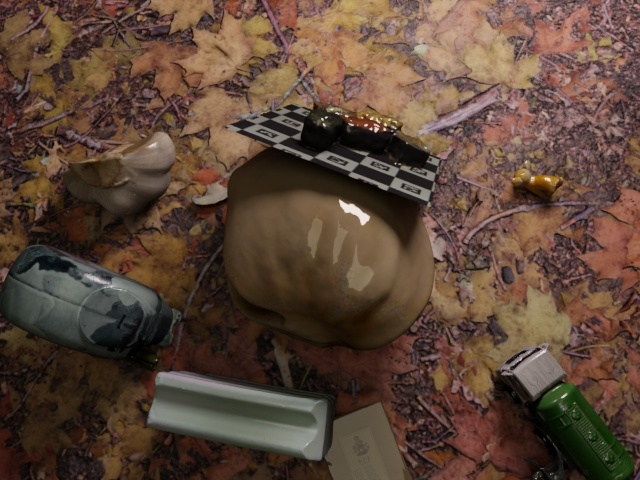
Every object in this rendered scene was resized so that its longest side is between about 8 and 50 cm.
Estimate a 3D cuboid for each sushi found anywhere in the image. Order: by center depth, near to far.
[{"bbox_3d":[0.060,-0.198,0.906,0.343,0.359,0.064,22,116,8],"label":"sushi"}]

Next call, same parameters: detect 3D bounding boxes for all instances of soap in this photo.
[{"bbox_3d":[-0.124,0.295,0.870,0.289,0.173,0.095,7,78,10],"label":"soap"}]

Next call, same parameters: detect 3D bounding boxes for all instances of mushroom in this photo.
[{"bbox_3d":[-0.219,-0.097,1.055,0.101,0.019,0.049,-19,77,-4],"label":"mushroom"}]

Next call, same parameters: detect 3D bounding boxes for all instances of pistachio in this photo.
[{"bbox_3d":[0.000,0.000,0.901,0.365,0.281,0.445,-26,57,-15],"label":"pistachio"}]

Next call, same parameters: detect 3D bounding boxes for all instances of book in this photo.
[{"bbox_3d":[0.083,0.410,0.918,0.138,0.016,0.199,-20,76,-1],"label":"book"}]

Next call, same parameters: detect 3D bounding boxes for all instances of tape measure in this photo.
[{"bbox_3d":[-0.410,0.117,0.893,0.275,0.256,0.147,21,79,2],"label":"tape measure"}]

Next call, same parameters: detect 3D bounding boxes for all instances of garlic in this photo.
[{"bbox_3d":[-0.384,-0.129,1.019,0.229,0.178,0.143,-21,107,16],"label":"garlic"}]

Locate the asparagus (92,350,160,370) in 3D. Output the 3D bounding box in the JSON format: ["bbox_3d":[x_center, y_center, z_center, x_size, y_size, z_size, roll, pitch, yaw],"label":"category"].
[{"bbox_3d":[-0.393,0.220,0.984,0.165,0.030,0.036,10,88,5],"label":"asparagus"}]

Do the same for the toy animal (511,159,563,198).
[{"bbox_3d":[0.423,-0.120,1.000,0.083,0.081,0.060,28,82,-11],"label":"toy animal"}]

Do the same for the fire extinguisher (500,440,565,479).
[{"bbox_3d":[0.295,0.520,0.851,0.376,0.113,0.200,-40,120,-5],"label":"fire extinguisher"}]

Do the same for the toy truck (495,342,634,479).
[{"bbox_3d":[0.417,0.301,0.871,0.101,0.125,0.242,-34,76,-4],"label":"toy truck"}]
